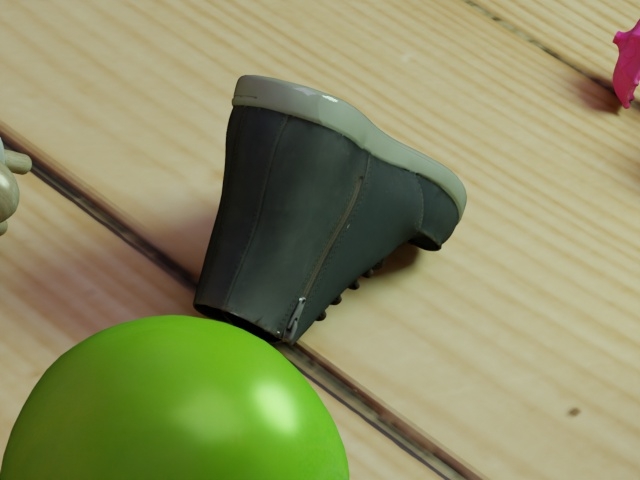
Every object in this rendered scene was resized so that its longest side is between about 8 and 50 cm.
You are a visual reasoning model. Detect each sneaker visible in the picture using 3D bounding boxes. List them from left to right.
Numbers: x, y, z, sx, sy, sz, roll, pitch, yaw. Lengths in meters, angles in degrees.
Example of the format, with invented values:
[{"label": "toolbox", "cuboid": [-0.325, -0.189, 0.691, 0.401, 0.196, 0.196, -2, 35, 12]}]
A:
[{"label": "sneaker", "cuboid": [0.000, 0.000, 0.899, 0.083, 0.118, 0.222, 16, -4, 28]}]

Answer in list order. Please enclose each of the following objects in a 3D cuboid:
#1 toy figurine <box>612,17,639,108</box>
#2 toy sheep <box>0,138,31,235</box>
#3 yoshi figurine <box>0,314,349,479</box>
[{"label": "toy figurine", "cuboid": [0.279, -0.103, 1.222, 0.173, 0.130, 0.159, 25, 11, -43]}, {"label": "toy sheep", "cuboid": [-0.192, -0.040, 0.818, 0.132, 0.091, 0.091, 22, 27, 29]}, {"label": "yoshi figurine", "cuboid": [0.039, 0.125, 0.577, 0.362, 0.204, 0.203, 15, 29, -18]}]
